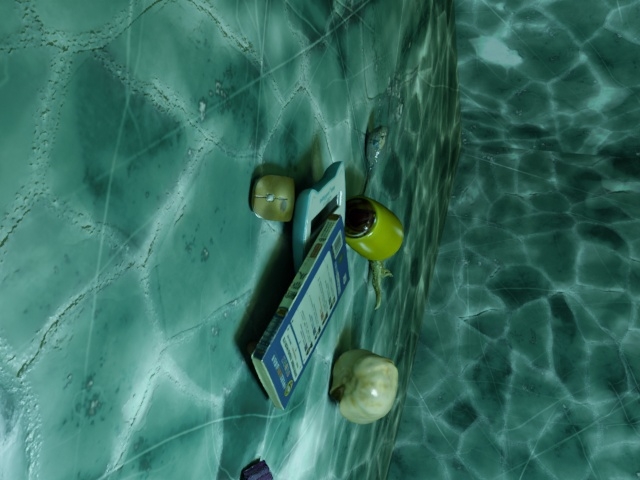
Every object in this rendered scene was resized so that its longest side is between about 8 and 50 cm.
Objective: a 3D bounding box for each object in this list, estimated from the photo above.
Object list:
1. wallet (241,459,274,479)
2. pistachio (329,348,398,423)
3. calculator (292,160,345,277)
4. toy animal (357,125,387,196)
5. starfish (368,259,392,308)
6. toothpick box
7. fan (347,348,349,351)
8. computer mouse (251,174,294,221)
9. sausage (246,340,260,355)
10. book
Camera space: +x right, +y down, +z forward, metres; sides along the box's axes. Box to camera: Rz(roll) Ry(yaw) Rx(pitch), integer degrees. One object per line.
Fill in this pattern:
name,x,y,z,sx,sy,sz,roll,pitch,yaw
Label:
wallet,-0.132,0.627,1.412,0.166,0.030,0.111,65,14,13
pistachio,0.150,0.494,1.963,0.321,0.238,0.229,84,-16,-48
calculator,0.000,0.000,1.521,0.256,0.054,0.386,-48,144,-50
toy animal,0.171,-0.264,1.951,0.079,0.070,0.252,7,106,-36
starfish,0.232,0.050,2.202,0.347,0.078,0.357,-43,137,-59
toothpick box,0.146,-0.042,1.803,0.271,0.175,0.175,29,71,-65
fan,0.083,0.449,2.074,0.085,0.005,0.133,67,37,-54
computer mouse,-0.096,-0.095,1.305,0.199,0.045,0.102,-1,97,-70
sausage,-0.122,0.241,1.379,0.186,0.043,0.043,-16,113,-68
book,-0.032,0.179,1.449,0.300,0.039,0.428,81,33,-52
